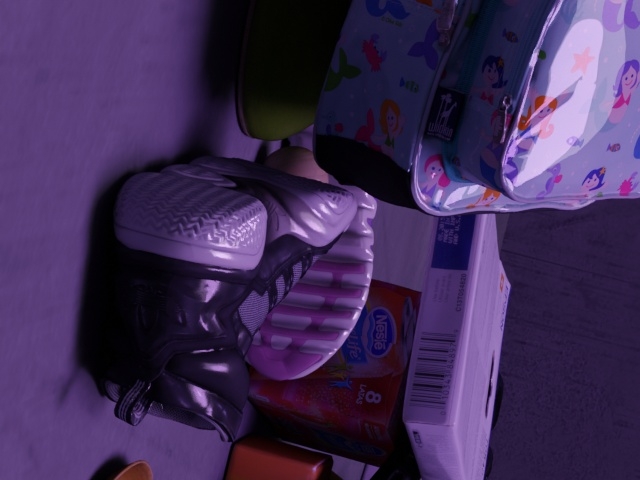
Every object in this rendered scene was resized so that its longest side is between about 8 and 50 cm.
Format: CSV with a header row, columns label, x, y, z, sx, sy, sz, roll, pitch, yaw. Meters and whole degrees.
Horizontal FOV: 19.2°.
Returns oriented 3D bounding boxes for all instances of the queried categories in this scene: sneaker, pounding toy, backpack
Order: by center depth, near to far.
label,x,y,z,sx,sy,sz,roll,pitch,yaw
sneaker,-0.062,0.034,1.154,0.268,0.101,0.153,-16,121,-70
backpack,0.125,-0.142,1.189,0.225,0.191,0.254,-2,104,-48
pounding toy,0.016,-0.122,1.318,0.183,0.110,0.237,-18,122,-78
sneaker,0.000,0.000,1.472,0.104,0.095,0.236,94,11,-76

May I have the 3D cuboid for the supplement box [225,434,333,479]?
label,x,y,z,sx,sy,sz,roll,pitch,yaw
supplement box,-0.057,0.286,1.579,0.080,0.078,0.233,-12,115,-78

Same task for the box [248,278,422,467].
label,x,y,z,sx,sy,sz,roll,pitch,yaw
box,0.025,0.114,1.637,0.257,0.128,0.123,69,36,-73

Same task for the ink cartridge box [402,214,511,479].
label,x,y,z,sx,sy,sz,roll,pitch,yaw
ink cartridge box,0.113,0.087,1.547,0.224,0.045,0.223,70,27,-62

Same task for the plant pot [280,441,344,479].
label,x,y,z,sx,sy,sz,roll,pitch,yaw
plant pot,-0.010,0.263,1.744,0.134,0.095,0.134,14,90,-79

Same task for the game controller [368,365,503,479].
label,x,y,z,sx,sy,sz,roll,pitch,yaw
game controller,0.067,0.229,1.621,0.319,0.067,0.166,-45,146,-46

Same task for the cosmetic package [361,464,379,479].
label,x,y,z,sx,sy,sz,roll,pitch,yaw
cosmetic package,0.092,0.477,2.416,0.217,0.156,0.385,73,33,-67

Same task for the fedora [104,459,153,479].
label,x,y,z,sx,sy,sz,roll,pitch,yaw
fedora,-0.117,0.237,1.188,0.194,0.079,0.194,14,90,-80
